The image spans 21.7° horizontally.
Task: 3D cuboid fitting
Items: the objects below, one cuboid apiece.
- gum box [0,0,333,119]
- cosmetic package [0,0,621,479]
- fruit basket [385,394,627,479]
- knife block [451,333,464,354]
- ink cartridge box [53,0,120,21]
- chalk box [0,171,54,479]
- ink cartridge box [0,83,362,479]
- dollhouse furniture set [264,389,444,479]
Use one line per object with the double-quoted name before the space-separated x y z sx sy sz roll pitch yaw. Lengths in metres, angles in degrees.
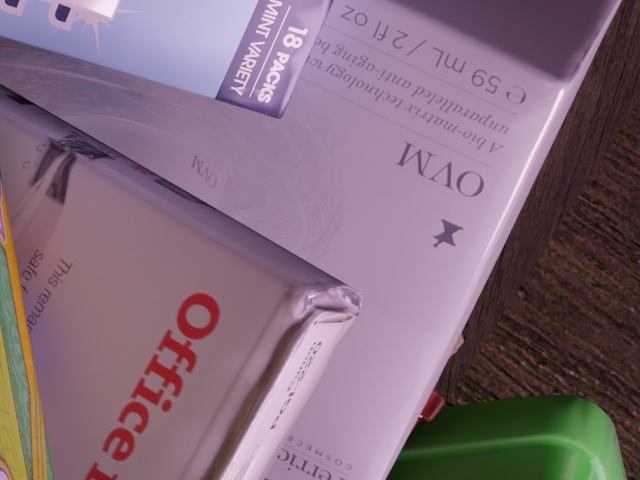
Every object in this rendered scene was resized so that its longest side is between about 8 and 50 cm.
"gum box" -0.066 -0.136 0.525 0.157 0.184 0.041 -65 -152 20
"cosmetic package" -0.027 -0.041 0.705 0.138 0.224 0.224 -52 166 -57
"fruit basket" 0.088 0.245 1.120 0.392 0.283 0.392 -9 90 -73
"knife block" 0.000 0.000 1.276 0.276 0.242 0.088 -15 -168 31
"ink cartridge box" -0.089 -0.130 0.446 0.181 0.061 0.104 17 108 -34
"chalk box" -0.159 0.004 0.452 0.132 0.132 0.213 61 16 -76
"ink cartridge box" -0.118 0.033 0.568 0.158 0.218 0.092 -61 167 4
"dollhouse furniture set" 0.026 -0.039 0.960 0.374 0.152 0.201 -55 147 -16
